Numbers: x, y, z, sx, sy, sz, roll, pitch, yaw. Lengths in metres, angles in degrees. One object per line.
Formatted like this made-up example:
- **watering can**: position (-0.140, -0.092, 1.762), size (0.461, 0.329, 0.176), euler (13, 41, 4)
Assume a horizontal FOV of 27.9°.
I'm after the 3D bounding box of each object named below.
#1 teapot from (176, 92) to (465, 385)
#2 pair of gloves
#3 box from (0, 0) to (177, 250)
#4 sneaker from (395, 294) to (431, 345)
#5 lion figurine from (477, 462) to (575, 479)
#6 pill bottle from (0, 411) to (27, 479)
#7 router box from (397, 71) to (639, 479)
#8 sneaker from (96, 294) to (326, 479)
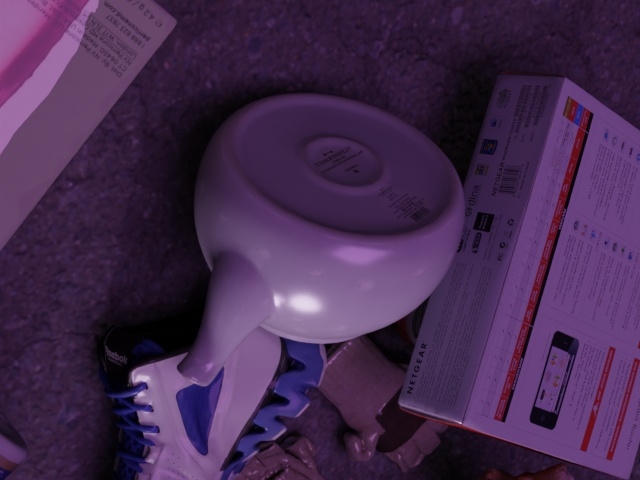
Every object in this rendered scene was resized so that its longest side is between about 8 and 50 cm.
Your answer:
- **teapot**: position (0.000, 0.000, 1.148), size (0.255, 0.253, 0.187), euler (4, 130, -15)
- **pair of gloves**: position (0.015, 0.218, 1.335), size (0.240, 0.042, 0.204), euler (-51, 128, -1)
- **box**: position (-0.246, -0.129, 0.987), size (0.127, 0.148, 0.232), euler (40, 86, -34)
- **sneaker**: position (0.180, 0.032, 1.325), size (0.225, 0.092, 0.088), euler (-51, 123, -5)
- **lion figurine**: position (0.276, 0.355, 1.428), size (0.142, 0.240, 0.392), euler (-54, 163, -7)
- **pill bottle**: position (-0.349, 0.207, 1.080), size (0.187, 0.112, 0.112), euler (-45, 124, -7)
- **router box**: position (0.243, 0.046, 1.278), size (0.301, 0.082, 0.336), euler (25, 80, -44)
- **sneaker**: position (-0.151, 0.172, 1.184), size (0.182, 0.127, 0.316), euler (39, 80, -31)
